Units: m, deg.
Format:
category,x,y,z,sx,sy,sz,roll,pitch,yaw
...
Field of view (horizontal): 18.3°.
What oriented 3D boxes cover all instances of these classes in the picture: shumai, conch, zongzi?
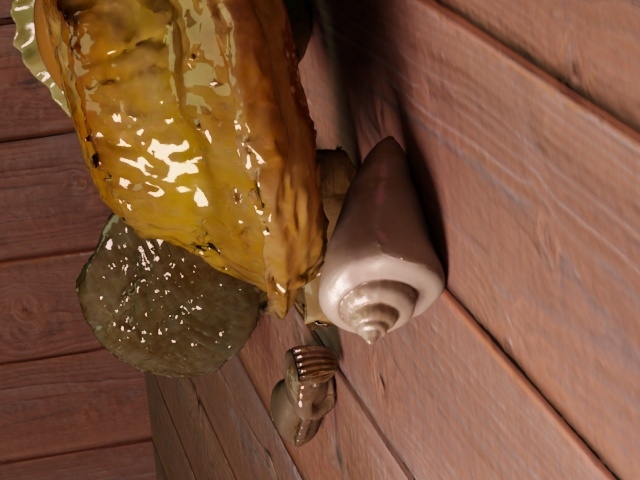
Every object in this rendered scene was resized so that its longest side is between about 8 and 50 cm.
category,x,y,z,sx,sy,sz,roll,pitch,yaw
shumai,-0.171,0.019,2.403,0.204,0.222,0.272,-86,14,-62
conch,0.042,0.006,1.522,0.104,0.094,0.176,37,-150,-42
zongzi,0.000,0.000,1.782,0.176,0.078,0.160,158,109,-82

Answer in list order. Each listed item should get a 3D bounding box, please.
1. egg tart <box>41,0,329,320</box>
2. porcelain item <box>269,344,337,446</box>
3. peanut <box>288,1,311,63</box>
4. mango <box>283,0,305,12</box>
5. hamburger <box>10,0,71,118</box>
category,x,y,z,sx,sy,sz,roll,pitch,yaw
egg tart,-0.116,-0.140,1.553,0.443,0.178,0.443,166,90,-84
porcelain item,-0.014,0.146,2.008,0.213,0.054,0.084,110,147,-70
peanut,-0.058,-0.218,1.866,0.193,0.089,0.089,-110,16,-47
mango,-0.033,-0.281,1.688,0.237,0.091,0.137,133,134,-76
hamburger,-0.178,-0.235,2.016,0.212,0.274,0.274,-117,21,-66
